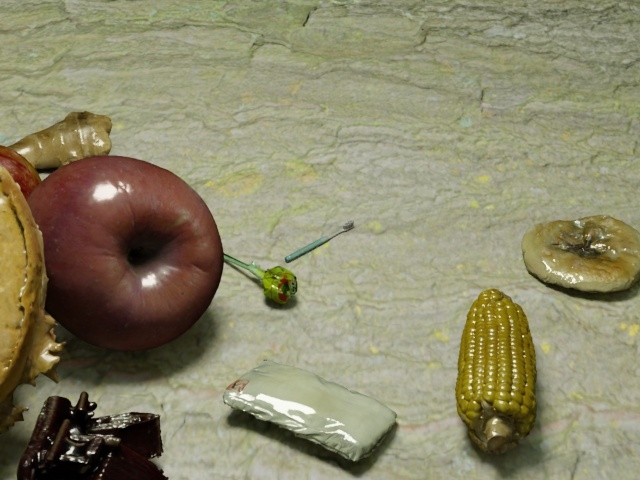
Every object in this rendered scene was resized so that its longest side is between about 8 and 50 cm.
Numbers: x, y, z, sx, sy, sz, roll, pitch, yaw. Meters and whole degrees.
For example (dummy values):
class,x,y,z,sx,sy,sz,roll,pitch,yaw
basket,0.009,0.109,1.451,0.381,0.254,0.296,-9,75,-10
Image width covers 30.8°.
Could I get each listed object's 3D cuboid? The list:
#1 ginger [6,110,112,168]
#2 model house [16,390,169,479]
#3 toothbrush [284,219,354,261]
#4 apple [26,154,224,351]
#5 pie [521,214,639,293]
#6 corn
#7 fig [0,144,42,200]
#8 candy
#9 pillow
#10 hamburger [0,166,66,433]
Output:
class,x,y,z,sx,sy,sz,roll,pitch,yaw
ginger,-0.509,-0.153,2.113,0.294,0.086,0.131,-26,54,-24
model house,-0.274,0.272,1.478,0.164,0.141,0.203,-5,32,5
toothbrush,0.000,0.000,2.000,0.167,0.014,0.011,-28,55,-38
apple,-0.299,0.018,1.720,0.305,0.306,0.235,-16,11,-26
pie,0.457,0.030,1.979,0.218,0.052,0.185,-7,42,-13
corn,0.254,0.185,1.683,0.119,0.119,0.322,7,30,4
fig,-0.511,-0.065,1.928,0.207,0.175,0.175,25,35,-6
candy,-0.112,0.049,1.894,0.058,0.062,0.194,-30,38,-35
pillow,-0.014,0.235,1.633,0.229,0.051,0.128,20,30,19
hamburger,-0.497,0.144,1.494,0.445,0.268,0.287,-44,92,-14
